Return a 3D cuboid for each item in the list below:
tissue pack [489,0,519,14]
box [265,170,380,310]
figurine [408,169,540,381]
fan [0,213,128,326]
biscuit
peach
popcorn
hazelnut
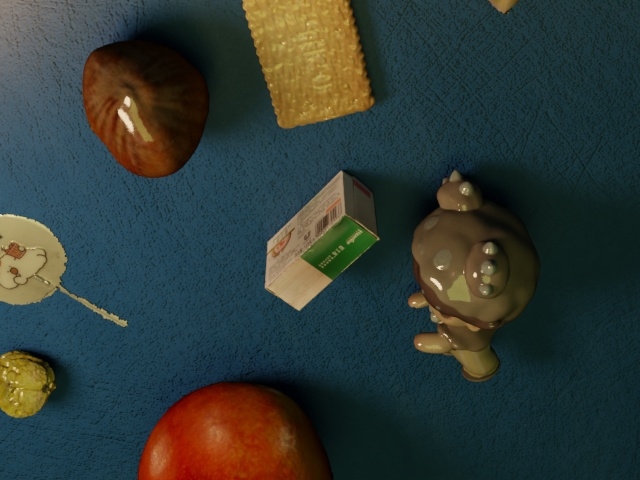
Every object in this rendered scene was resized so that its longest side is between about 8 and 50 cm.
[{"bbox_3d":[0.262,-0.466,1.527,0.215,0.123,0.257,33,119,-23],"label":"tissue pack"},{"bbox_3d":[0.000,0.000,1.832,0.081,0.135,0.199,38,117,-24],"label":"box"},{"bbox_3d":[0.250,0.084,1.857,0.203,0.248,0.380,-6,137,-3],"label":"figurine"},{"bbox_3d":[-0.474,0.071,1.947,0.329,0.009,0.191,35,117,-22],"label":"fan"},{"bbox_3d":[-0.018,-0.291,1.695,0.160,0.030,0.249,-13,124,7],"label":"biscuit"},{"bbox_3d":[-0.150,0.446,1.998,0.389,0.388,0.388,-1,124,-1],"label":"peach"},{"bbox_3d":[-0.533,0.256,2.023,0.106,0.116,0.120,-21,83,-21],"label":"popcorn"},{"bbox_3d":[-0.248,-0.200,1.656,0.186,0.210,0.210,-21,133,-35],"label":"hazelnut"}]
